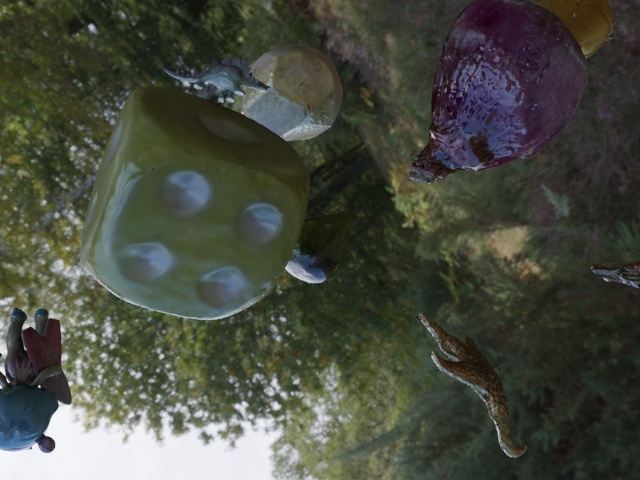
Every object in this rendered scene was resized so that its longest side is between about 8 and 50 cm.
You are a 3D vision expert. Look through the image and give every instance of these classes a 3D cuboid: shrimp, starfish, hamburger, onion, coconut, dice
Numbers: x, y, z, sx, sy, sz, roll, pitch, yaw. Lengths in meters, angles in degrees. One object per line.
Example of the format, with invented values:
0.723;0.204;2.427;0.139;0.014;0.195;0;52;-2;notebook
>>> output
0.783;0.085;1.356;0.287;0.063;0.152;10;168;19;shrimp
0.286;0.237;1.097;0.302;0.060;0.299;42;-157;-30;starfish
0.467;-0.403;1.097;0.138;0.147;0.083;61;175;8;hamburger
0.298;-0.218;0.952;0.267;0.348;0.159;34;175;-30;onion
-0.071;-0.323;1.321;0.237;0.237;0.197;-28;-78;-81;coconut
-0.169;-0.049;0.783;0.238;0.233;0.227;16;-157;-26;dice

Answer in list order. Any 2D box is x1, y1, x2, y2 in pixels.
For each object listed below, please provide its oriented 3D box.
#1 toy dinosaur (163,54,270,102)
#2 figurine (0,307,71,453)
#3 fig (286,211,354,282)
-0.170;-0.270;0.973;0.209;0.082;0.039;13;153;23;toy dinosaur
-0.498;0.213;0.939;0.205;0.103;0.260;9;-135;-26;figurine
0.000;0.000;1.111;0.123;0.156;0.123;31;160;13;fig
